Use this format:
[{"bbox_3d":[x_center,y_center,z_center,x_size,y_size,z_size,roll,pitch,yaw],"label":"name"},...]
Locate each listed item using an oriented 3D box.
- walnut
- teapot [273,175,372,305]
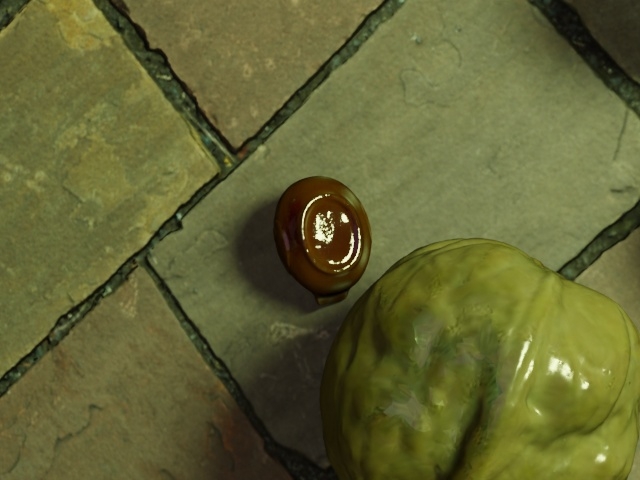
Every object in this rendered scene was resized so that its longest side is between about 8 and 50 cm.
[{"bbox_3d":[0.151,0.141,1.660,0.253,0.282,0.277,43,114,61],"label":"walnut"},{"bbox_3d":[0.000,0.000,1.840,0.098,0.078,0.129,-16,92,-18],"label":"teapot"}]
